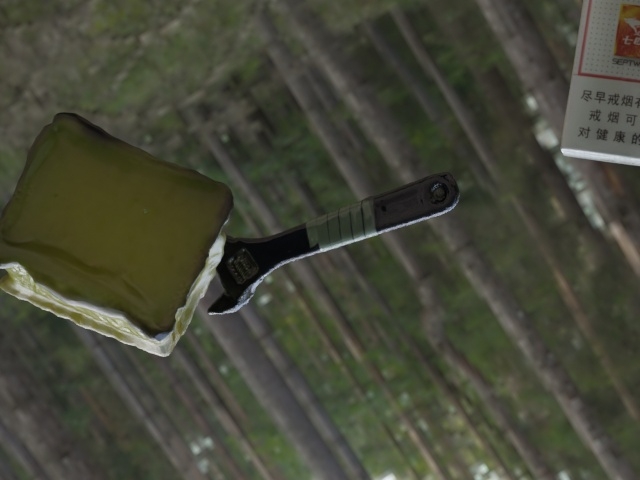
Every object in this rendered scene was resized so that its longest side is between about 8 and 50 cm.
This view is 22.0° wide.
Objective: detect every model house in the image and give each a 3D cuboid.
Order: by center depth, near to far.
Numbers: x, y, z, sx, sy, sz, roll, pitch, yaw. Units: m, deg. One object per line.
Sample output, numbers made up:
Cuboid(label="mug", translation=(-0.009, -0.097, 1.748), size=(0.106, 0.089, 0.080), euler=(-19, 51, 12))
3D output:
Cuboid(label="model house", translation=(-0.204, 0.020, 1.591), size=(0.234, 0.193, 0.175), euler=(114, -1, -67))

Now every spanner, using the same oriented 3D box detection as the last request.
Cuboid(label="spanner", translation=(0.000, 0.000, 1.663), size=(0.315, 0.087, 0.024), euler=(-18, 162, 25))

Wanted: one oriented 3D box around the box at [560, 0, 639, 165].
Cuboid(label="box", translation=(0.510, -0.286, 2.611), size=(0.210, 0.330, 0.095), euler=(8, 179, 12))
